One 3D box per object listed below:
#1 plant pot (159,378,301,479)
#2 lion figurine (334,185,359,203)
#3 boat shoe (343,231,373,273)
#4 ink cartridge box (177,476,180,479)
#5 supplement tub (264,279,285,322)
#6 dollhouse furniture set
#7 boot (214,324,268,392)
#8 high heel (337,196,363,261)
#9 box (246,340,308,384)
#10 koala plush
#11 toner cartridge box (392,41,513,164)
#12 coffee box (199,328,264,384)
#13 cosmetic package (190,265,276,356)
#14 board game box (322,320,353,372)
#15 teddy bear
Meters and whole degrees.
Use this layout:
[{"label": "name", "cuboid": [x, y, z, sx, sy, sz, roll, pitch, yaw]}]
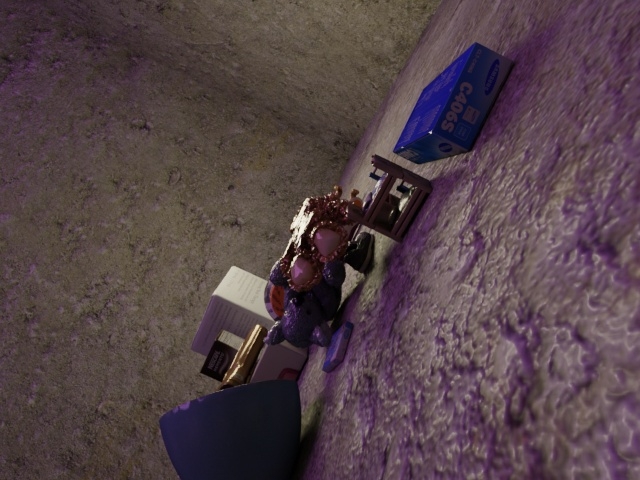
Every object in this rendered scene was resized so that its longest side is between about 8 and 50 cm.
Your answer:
[{"label": "plant pot", "cuboid": [-0.161, 0.424, 0.913, 0.290, 0.289, 0.196, 121, 138, -52]}, {"label": "lion figurine", "cuboid": [0.067, -0.077, 1.884, 0.392, 0.142, 0.241, 77, -152, -74]}, {"label": "boat shoe", "cuboid": [0.096, 0.018, 1.201, 0.206, 0.064, 0.075, -75, 11, -68]}, {"label": "ink cartridge box", "cuboid": [-0.410, 0.833, 1.805, 0.273, 0.196, 0.114, -65, 4, -3]}, {"label": "supplement tub", "cuboid": [-0.092, 0.191, 1.561, 0.338, 0.206, 0.207, 141, 155, -82]}, {"label": "dollhouse furniture set", "cuboid": [0.140, -0.109, 0.967, 0.130, 0.128, 0.184, -63, 5, 24]}, {"label": "boot", "cuboid": [-0.268, 0.436, 1.467, 0.236, 0.089, 0.270, -52, 8, 28]}, {"label": "high heel", "cuboid": [0.089, -0.034, 1.591, 0.117, 0.082, 0.244, 117, 170, -64]}, {"label": "box", "cuboid": [-0.142, 0.412, 1.420, 0.233, 0.126, 0.148, -64, 2, 7]}, {"label": "koala plush", "cuboid": [-0.036, 0.183, 1.143, 0.221, 0.196, 0.204, -76, -17, -55]}, {"label": "toner cartridge box", "cuboid": [0.242, -0.250, 0.906, 0.348, 0.075, 0.165, -101, 36, -84]}, {"label": "coffee box", "cuboid": [-0.324, 0.519, 1.891, 0.119, 0.296, 0.168, -83, 19, -78]}, {"label": "cosmetic package", "cuboid": [-0.336, 0.388, 2.151, 0.329, 0.393, 0.328, -77, 12, -70]}, {"label": "board game box", "cuboid": [0.037, 0.233, 0.989, 0.090, 0.019, 0.090, 121, 172, -52]}, {"label": "teddy bear", "cuboid": [0.000, 0.000, 1.057, 0.245, 0.113, 0.338, -61, 14, 1]}]
